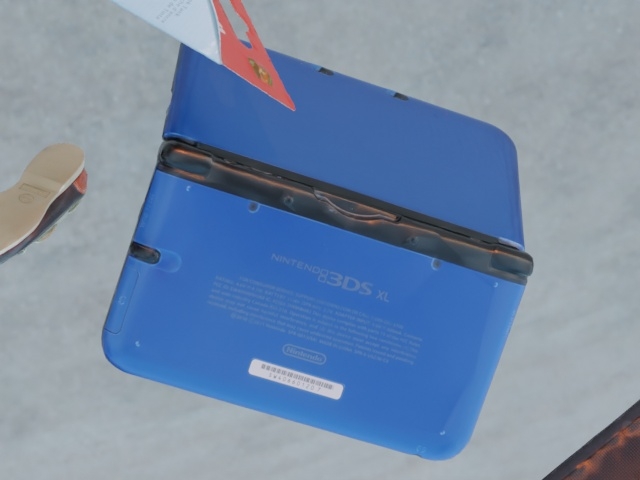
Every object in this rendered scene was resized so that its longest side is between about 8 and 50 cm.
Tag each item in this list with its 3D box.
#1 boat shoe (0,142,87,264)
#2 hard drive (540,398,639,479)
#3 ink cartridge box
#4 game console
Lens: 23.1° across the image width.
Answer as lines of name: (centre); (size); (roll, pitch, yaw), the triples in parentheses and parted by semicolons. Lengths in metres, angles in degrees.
boat shoe: (-0.204, -0.014, 1.067); (0.137, 0.049, 0.043); (-52, 159, -44)
hard drive: (0.104, 0.145, 0.578); (0.172, 0.054, 0.254); (-38, 151, -6)
ink cartridge box: (-0.105, -0.207, 1.056); (0.232, 0.189, 0.066); (23, 121, -42)
game console: (0.000, 0.000, 1.216); (0.293, 0.250, 0.173); (17, -172, -11)
